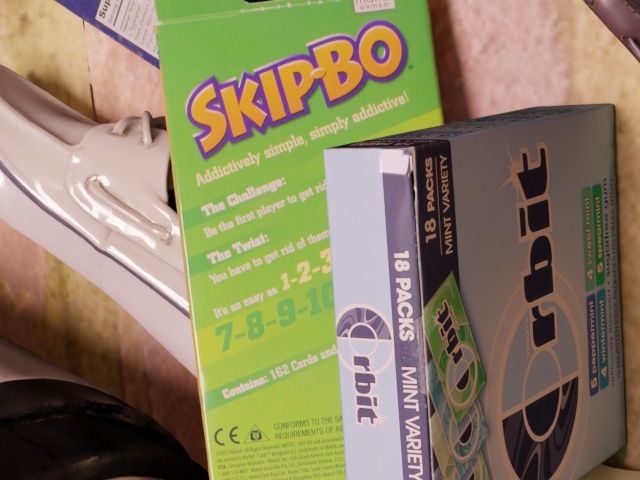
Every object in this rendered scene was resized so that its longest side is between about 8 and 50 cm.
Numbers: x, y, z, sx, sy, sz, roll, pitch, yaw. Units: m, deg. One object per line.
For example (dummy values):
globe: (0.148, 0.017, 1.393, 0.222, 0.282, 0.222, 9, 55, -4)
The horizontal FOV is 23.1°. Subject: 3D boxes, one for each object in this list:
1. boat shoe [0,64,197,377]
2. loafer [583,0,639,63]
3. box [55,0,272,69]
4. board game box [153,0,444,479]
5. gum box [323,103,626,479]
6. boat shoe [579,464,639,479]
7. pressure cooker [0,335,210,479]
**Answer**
boat shoe: (-0.081, -0.018, 0.769, 0.267, 0.096, 0.088, 41, 111, 17)
loafer: (0.084, -0.144, 0.641, 0.302, 0.109, 0.095, 39, 121, 17)
box: (-0.090, -0.171, 0.780, 0.225, 0.036, 0.136, 33, 114, 21)
board game box: (0.000, 0.000, 0.701, 0.124, 0.039, 0.259, -7, 87, -2)
gum box: (0.069, 0.030, 0.630, 0.041, 0.184, 0.157, 2, 100, 31)
boat shoe: (0.142, 0.129, 0.690, 0.133, 0.049, 0.042, 9, 131, 23)
pressure cooker: (-0.235, 0.200, 0.730, 0.420, 0.370, 0.375, 23, 115, 29)
